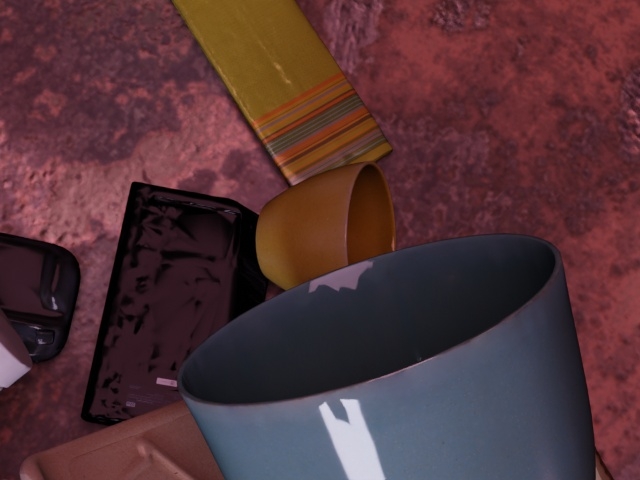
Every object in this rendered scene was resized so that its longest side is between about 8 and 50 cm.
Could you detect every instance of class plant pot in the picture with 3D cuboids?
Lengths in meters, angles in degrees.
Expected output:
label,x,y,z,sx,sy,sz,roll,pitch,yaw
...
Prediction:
label,x,y,z,sx,sy,sz,roll,pitch,yaw
plant pot,0.000,0.000,1.375,0.095,0.134,0.134,-1,76,20
plant pot,0.070,0.158,1.184,0.293,0.293,0.235,-21,104,-8

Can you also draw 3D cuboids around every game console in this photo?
label,x,y,z,sx,sy,sz,roll,pitch,yaw
game console,-0.230,0.041,1.386,0.361,0.044,0.213,12,75,-1

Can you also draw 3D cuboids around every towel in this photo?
label,x,y,z,sx,sy,sz,roll,pitch,yaw
towel,-0.037,-0.152,1.454,0.102,0.021,0.237,-30,80,-15

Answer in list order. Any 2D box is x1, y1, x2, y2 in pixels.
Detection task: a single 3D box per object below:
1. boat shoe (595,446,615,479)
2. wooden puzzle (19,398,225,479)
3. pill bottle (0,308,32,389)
label,x,y,z,sx,sy,sz,roll,pitch,yaw
boat shoe,0.170,0.196,1.334,0.110,0.121,0.341,-33,82,-11
wooden puzzle,-0.049,0.277,1.263,0.347,0.080,0.322,-16,76,-44
pill bottle,-0.395,0.147,1.260,0.323,0.181,0.181,-37,82,-3
